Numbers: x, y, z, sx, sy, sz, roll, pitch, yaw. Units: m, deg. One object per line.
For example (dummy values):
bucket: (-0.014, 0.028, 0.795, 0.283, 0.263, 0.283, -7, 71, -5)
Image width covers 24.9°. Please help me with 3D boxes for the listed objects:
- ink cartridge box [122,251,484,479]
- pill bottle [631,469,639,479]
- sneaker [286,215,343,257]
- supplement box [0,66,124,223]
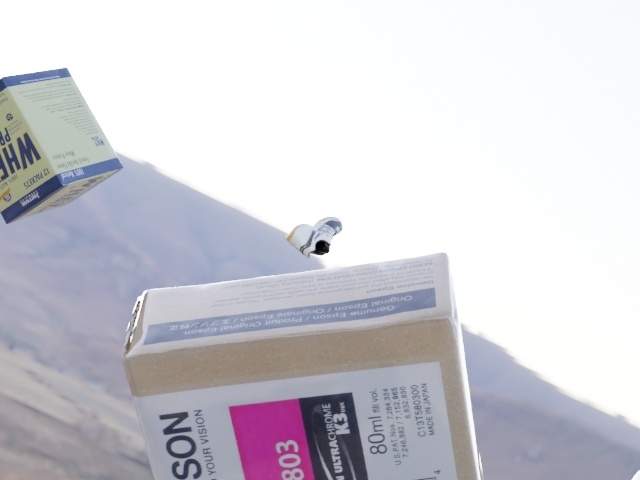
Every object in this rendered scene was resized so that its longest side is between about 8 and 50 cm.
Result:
ink cartridge box: (0.001, 0.138, 0.881, 0.193, 0.234, 0.088, -9, 25, 6)
pill bottle: (0.183, 0.175, 0.685, 0.119, 0.208, 0.119, 11, 35, -8)
sneaker: (0.000, 0.000, 1.494, 0.037, 0.032, 0.083, 47, 35, 18)
supplement box: (-0.194, -0.066, 0.992, 0.083, 0.056, 0.083, 60, 25, 1)
